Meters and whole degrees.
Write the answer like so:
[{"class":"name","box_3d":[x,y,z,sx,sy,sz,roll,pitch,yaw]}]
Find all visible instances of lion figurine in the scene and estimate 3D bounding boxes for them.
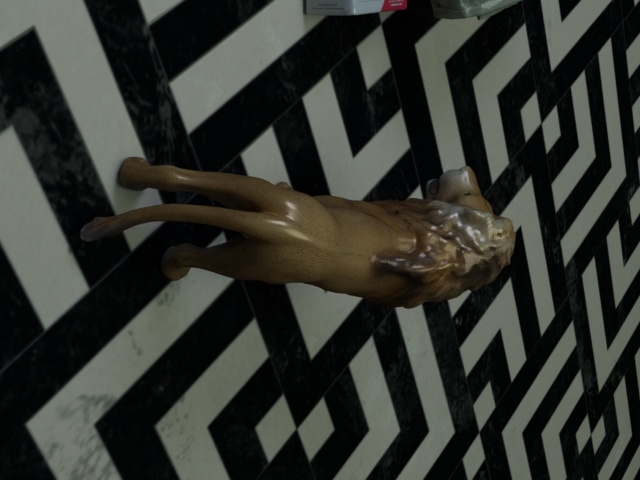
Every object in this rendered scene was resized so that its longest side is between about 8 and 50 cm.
[{"class":"lion figurine","box_3d":[0.000,0.000,0.994,0.392,0.240,0.142,-7,104,-53]}]

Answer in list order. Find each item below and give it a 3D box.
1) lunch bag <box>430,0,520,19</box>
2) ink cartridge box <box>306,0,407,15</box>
[{"class":"lunch bag","box_3d":[0.191,-0.395,1.203,0.287,0.169,0.235,-47,134,-50]},{"class":"ink cartridge box","box_3d":[0.037,-0.313,1.121,0.109,0.063,0.150,-21,114,-51]}]
